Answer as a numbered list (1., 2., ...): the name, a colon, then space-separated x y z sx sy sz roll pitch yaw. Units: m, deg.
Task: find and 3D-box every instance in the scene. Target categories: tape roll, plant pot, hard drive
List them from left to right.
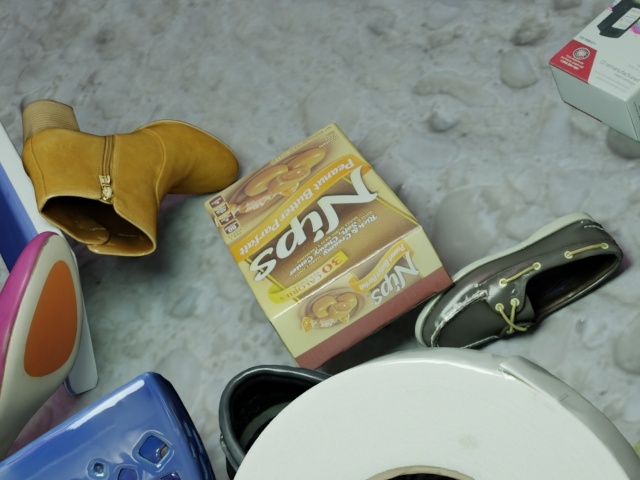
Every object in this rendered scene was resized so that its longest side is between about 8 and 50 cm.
1. hard drive: -0.343 0.003 1.892 0.040 0.210 0.319 -18 42 -17
2. plant pot: -0.193 0.275 1.539 0.236 0.236 0.212 -34 84 -4
3. tape roll: 0.101 0.281 1.347 0.392 0.072 0.392 2 95 21

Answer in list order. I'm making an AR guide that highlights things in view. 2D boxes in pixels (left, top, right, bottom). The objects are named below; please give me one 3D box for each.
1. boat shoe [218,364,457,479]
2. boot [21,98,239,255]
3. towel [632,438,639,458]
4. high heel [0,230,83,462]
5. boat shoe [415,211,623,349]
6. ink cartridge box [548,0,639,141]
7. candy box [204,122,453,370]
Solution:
1. boat shoe: 0.084 0.256 1.494 0.500 0.156 0.187 27 65 39
2. boot: -0.205 -0.053 1.848 0.104 0.295 0.211 -57 35 28
3. towel: 0.344 0.210 1.492 0.148 0.027 0.110 -37 46 -9
4. high heel: -0.374 0.157 1.721 0.181 0.127 0.377 18 95 28
5. boat shoe: 0.205 0.053 1.663 0.227 0.081 0.069 -32 40 -7
6. ink cartridge box: 0.367 -0.213 1.824 0.175 0.072 0.127 -43 45 -12
7. candy box: 0.000 0.000 1.756 0.183 0.087 0.316 -32 28 -1
